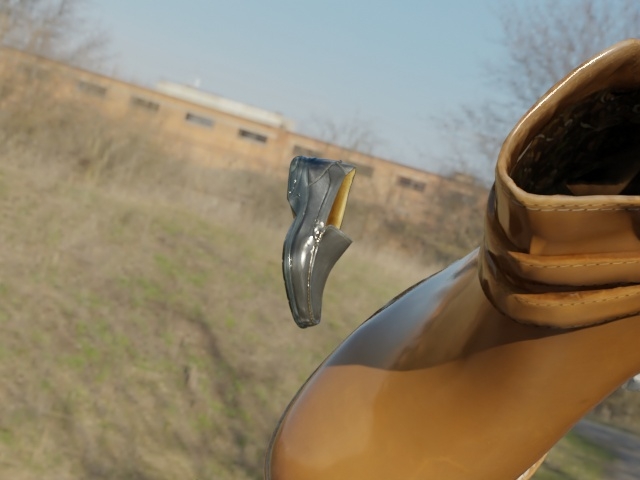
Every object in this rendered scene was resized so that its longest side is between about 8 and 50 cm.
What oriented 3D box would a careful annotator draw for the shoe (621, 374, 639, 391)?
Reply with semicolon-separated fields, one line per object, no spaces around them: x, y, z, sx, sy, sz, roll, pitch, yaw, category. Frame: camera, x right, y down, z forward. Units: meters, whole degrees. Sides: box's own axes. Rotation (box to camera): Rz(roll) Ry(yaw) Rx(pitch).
0.235;0.041;0.767;0.081;0.063;0.178;0;-34;1;shoe

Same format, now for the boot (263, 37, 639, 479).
0.083;0.024;0.469;0.284;0.109;0.220;-26;-18;4;boot

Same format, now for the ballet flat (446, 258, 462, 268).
0.077;0.161;1.113;0.123;0.348;0.123;4;45;-4;ballet flat

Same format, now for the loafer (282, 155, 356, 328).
0.000;0.000;1.192;0.061;0.170;0.062;-1;-11;13;loafer
